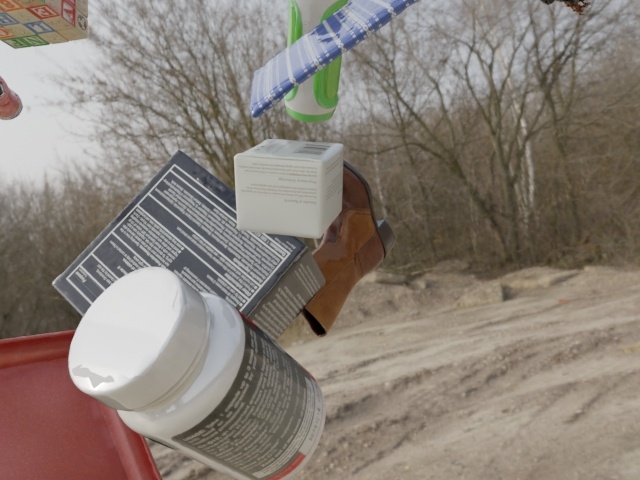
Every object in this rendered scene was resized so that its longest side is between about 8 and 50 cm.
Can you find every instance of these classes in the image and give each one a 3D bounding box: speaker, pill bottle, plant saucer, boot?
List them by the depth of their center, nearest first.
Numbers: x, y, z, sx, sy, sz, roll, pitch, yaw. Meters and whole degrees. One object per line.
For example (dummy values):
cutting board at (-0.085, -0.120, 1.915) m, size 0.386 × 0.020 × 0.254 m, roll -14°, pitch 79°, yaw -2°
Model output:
pill bottle at (-0.123, 0.159, 0.620) m, size 0.161 × 0.161 × 0.283 m, roll -15°, pitch -42°, yaw 21°
plant saucer at (-0.343, 0.234, 0.638) m, size 0.258 × 0.259 × 0.048 m, roll -1°, pitch -42°, yaw -49°
boot at (0.000, 0.000, 1.065) m, size 0.096 × 0.264 × 0.280 m, roll -3°, pitch 35°, yaw 48°
speaker at (-0.011, -0.405, 1.155) m, size 0.131 × 0.131 × 0.297 m, roll -14°, pitch -46°, yaw -22°

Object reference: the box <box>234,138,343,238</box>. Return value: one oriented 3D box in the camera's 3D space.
box at (-0.032, -0.062, 0.625) m, size 0.101 × 0.087 × 0.101 m, roll 6°, pitch 21°, yaw 14°

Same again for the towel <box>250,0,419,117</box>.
towel at (0.044, -0.298, 0.782) m, size 0.335 × 0.040 × 0.243 m, roll -33°, pitch 25°, yaw 11°

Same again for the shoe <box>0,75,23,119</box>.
shoe at (-0.511, -0.239, 0.772) m, size 0.064 × 0.178 × 0.081 m, roll -60°, pitch 11°, yaw -14°

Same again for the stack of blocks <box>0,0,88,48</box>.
stack of blocks at (-0.630, -0.449, 1.063) m, size 0.296 × 0.087 × 0.171 m, roll -4°, pitch -8°, yaw 10°

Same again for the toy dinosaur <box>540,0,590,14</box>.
toy dinosaur at (0.299, -0.440, 0.790) m, size 0.321 × 0.165 × 0.218 m, roll 5°, pitch 30°, yaw -23°

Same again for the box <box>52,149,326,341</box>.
box at (-0.203, 0.069, 0.897) m, size 0.294 × 0.296 × 0.183 m, roll -49°, pitch -22°, yaw -11°
